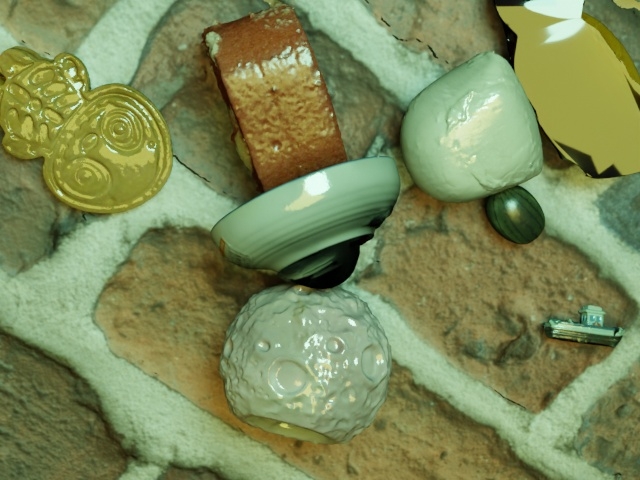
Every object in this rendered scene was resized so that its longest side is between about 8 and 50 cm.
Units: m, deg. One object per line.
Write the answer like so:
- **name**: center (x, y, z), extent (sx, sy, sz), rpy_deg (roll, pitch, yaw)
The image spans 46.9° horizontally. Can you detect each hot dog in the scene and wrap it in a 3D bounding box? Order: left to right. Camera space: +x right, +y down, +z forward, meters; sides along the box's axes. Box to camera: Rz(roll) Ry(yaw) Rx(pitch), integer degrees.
- **hot dog**: center (0.373, -0.251, 1.068), extent (0.194, 0.107, 0.326), rpy_deg (-16, 102, 11)

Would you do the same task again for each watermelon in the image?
- **watermelon**: center (0.304, -0.039, 1.147), extent (0.078, 0.078, 0.110), rpy_deg (-44, 106, 9)

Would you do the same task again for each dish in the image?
- **dish**: center (0.000, 0.000, 1.017), extent (0.273, 0.273, 0.134), rpy_deg (-23, 84, 2)

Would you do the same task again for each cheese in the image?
- **cheese**: center (0.207, -0.151, 1.062), extent (0.189, 0.154, 0.198), rpy_deg (-28, 111, 1)

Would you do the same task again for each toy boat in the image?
- **toy boat**: center (0.441, 0.140, 1.227), extent (0.140, 0.059, 0.066), rpy_deg (9, 80, -6)

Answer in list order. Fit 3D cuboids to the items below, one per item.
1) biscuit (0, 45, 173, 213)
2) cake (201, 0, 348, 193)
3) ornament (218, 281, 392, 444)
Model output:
- **biscuit**: center (-0.351, -0.161, 1.074), extent (0.288, 0.044, 0.202), rpy_deg (40, 100, -17)
- **cake**: center (-0.062, -0.182, 1.019), extent (0.151, 0.177, 0.283), rpy_deg (-17, 109, 1)
- **ornament**: center (-0.018, 0.175, 1.096), extent (0.259, 0.259, 0.225), rpy_deg (19, 66, -10)
